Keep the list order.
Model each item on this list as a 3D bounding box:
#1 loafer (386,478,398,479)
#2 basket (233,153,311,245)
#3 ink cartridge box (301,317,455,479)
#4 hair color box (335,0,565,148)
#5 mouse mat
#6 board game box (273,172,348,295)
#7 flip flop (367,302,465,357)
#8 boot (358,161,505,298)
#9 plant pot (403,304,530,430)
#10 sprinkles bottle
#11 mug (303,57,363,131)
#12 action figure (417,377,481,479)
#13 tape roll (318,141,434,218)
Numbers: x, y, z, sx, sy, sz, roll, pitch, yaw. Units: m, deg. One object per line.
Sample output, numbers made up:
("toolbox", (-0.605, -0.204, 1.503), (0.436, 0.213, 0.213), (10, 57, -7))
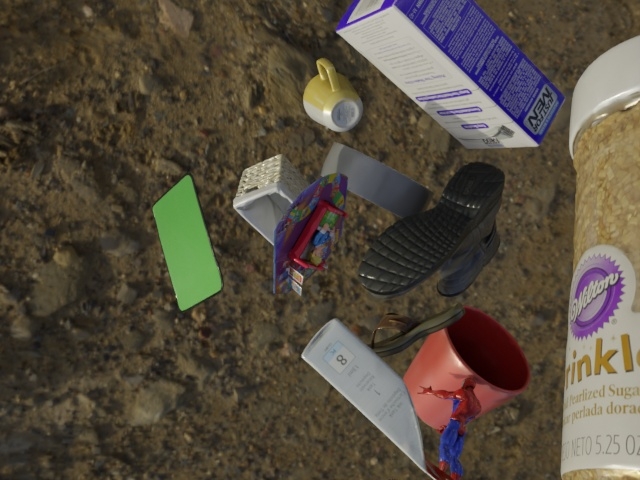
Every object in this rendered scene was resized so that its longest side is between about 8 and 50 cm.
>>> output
("loafer", (0.007, 0.307, 0.474), (0.092, 0.268, 0.102), (-22, 105, 34))
("basket", (-0.078, -0.076, 1.229), (0.113, 0.103, 0.167), (-19, 137, 25))
("ink cartridge box", (0.143, 0.292, 1.055), (0.385, 0.308, 0.091), (41, 84, 8))
("hair color box", (0.211, -0.287, 1.000), (0.338, 0.185, 0.110), (36, 81, -24))
("mouse mat", (-0.209, 0.007, 0.952), (0.007, 0.190, 0.152), (-11, 169, -41))
("board game box", (0.000, 0.000, 0.746), (0.133, 0.033, 0.169), (-39, 151, -34))
("flip flop", (0.182, 0.186, 1.340), (0.277, 0.112, 0.080), (-24, 88, -5))
("boot", (0.218, 0.037, 1.098), (0.338, 0.118, 0.223), (-37, 141, -19))
("plant pot", (0.358, 0.344, 1.589), (0.274, 0.275, 0.243), (19, 126, -23))
("sprinkles bottle", (0.198, 0.050, 0.339), (0.121, 0.356, 0.121), (11, 153, 5))
("mug", (0.013, -0.158, 0.700), (0.078, 0.064, 0.062), (35, 103, -31))
("action figure", (0.265, 0.421, 1.352), (0.139, 0.280, 0.091), (-12, 127, 46))
("tape roll", (0.107, -0.109, 1.189), (0.219, 0.219, 0.072), (24, 97, -26))
